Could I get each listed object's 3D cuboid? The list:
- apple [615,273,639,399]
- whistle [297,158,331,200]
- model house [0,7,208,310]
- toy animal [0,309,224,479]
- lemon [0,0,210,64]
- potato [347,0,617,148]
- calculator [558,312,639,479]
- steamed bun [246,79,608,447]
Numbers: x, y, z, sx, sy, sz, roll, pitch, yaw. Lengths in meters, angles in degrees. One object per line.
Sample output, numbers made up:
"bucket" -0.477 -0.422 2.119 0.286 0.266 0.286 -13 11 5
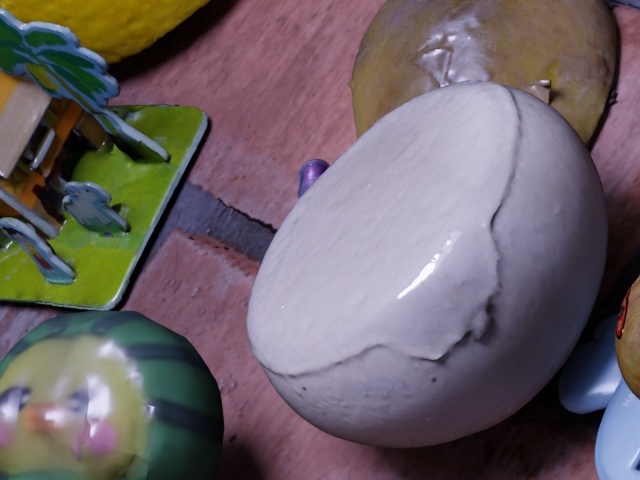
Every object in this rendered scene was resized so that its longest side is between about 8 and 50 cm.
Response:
"apple" 0.249 0.058 1.141 0.126 0.102 0.126 3 40 -3
"whistle" 0.000 0.000 1.544 0.033 0.033 0.176 -27 42 23
"model house" -0.335 -0.105 1.721 0.357 0.313 0.242 5 64 43
"toy animal" -0.170 0.222 1.371 0.216 0.191 0.338 1 77 25
"lemon" -0.253 -0.372 1.842 0.364 0.364 0.364 -24 44 26
"potato" 0.121 -0.141 1.500 0.239 0.116 0.299 -8 54 32
"calculator" 0.282 0.116 1.183 0.302 0.042 0.188 21 74 48
"steamed bun" 0.091 0.030 1.316 0.283 0.177 0.283 -37 27 23
